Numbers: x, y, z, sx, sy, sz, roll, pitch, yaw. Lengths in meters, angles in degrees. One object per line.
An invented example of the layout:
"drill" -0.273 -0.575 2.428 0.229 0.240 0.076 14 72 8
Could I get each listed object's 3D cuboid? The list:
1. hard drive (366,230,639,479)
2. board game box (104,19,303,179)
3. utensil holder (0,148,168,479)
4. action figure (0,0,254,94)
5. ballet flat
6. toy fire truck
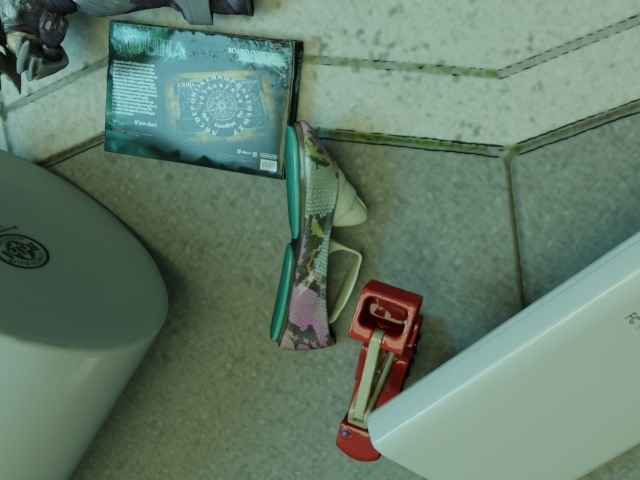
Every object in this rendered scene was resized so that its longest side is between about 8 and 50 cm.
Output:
"hard drive" 0.216 0.109 0.646 0.307 0.040 0.203 -38 128 21
"board game box" -0.112 -0.132 0.757 0.186 0.026 0.126 11 105 15
"utensil holder" -0.361 0.142 0.741 0.327 0.327 0.385 38 108 6
"action figure" -0.205 -0.231 0.715 0.284 0.099 0.185 -12 75 10
"ballet flat" 0.000 0.000 0.735 0.079 0.077 0.222 2 112 -9
"toy fire truck" 0.049 0.119 0.707 0.047 0.135 0.192 18 107 13
